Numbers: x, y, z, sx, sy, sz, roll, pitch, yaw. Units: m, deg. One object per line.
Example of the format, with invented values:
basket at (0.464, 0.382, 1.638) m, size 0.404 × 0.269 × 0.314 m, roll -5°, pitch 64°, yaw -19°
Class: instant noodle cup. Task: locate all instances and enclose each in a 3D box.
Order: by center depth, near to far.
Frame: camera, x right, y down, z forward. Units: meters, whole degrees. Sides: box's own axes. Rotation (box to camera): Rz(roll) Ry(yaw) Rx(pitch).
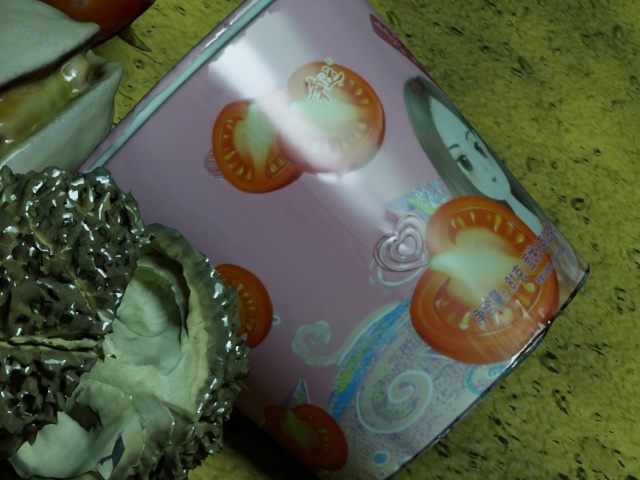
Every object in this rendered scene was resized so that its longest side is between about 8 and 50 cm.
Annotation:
instant noodle cup at (0.000, 0.000, 1.017) m, size 0.231 × 0.243 × 0.243 m, roll 46°, pitch 34°, yaw 0°

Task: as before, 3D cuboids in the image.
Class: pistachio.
pistachio at (-0.183, -0.068, 0.991) m, size 0.223 × 0.152 × 0.126 m, roll -94°, pitch 161°, yaw -74°

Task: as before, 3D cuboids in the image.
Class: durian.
durian at (-0.136, 0.050, 0.863) m, size 0.196 × 0.196 × 0.167 m, roll 34°, pitch 55°, yaw -5°

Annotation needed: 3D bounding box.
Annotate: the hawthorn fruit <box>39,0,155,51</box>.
hawthorn fruit at (-0.169, -0.186, 1.141) m, size 0.200 × 0.179 × 0.179 m, roll 58°, pitch 22°, yaw -32°
